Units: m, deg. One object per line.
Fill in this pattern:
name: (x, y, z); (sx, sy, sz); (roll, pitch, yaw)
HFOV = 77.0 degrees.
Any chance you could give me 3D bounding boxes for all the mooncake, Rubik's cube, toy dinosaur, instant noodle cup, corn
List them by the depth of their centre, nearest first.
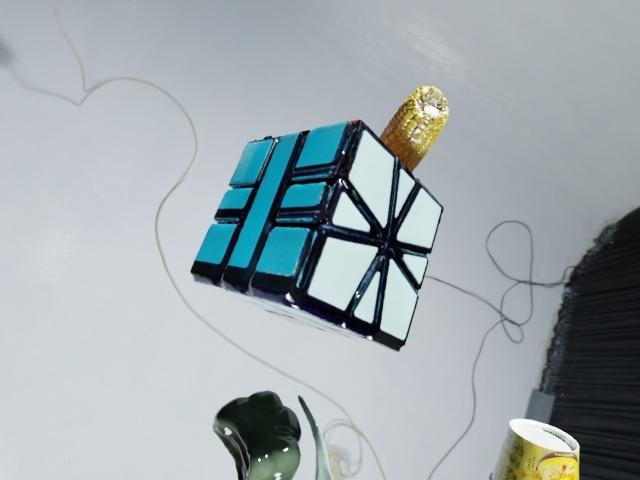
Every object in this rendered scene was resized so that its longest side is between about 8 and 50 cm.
Rubik's cube: (0.000, 0.000, 0.695); (0.293, 0.283, 0.289); (34, 71, -38)
mooncake: (-0.115, 0.356, 0.712); (0.175, 0.104, 0.168); (26, 43, 13)
instant noodle cup: (0.395, 0.410, 0.731); (0.151, 0.151, 0.122); (6, 94, -18)
toy dinosaur: (0.036, 0.479, 0.740); (0.393, 0.205, 0.092); (54, 30, 17)
corn: (0.147, -0.166, 0.765); (0.106, 0.293, 0.106); (7, 65, -16)
